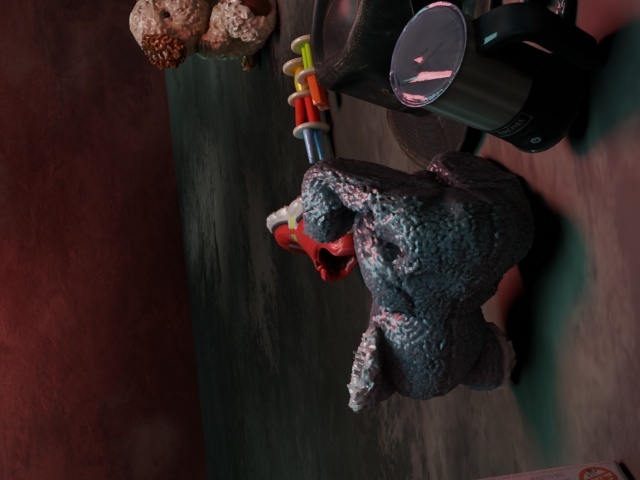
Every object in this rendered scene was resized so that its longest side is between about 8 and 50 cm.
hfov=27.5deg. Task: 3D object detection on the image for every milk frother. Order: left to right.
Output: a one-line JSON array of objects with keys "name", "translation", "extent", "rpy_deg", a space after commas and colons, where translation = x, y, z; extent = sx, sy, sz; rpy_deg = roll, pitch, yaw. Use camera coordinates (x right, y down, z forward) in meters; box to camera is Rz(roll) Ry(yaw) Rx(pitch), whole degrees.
[{"name": "milk frother", "translation": [0.136, -0.161, 1.030], "extent": [0.129, 0.135, 0.143], "rpy_deg": [-46, 45, 30]}]

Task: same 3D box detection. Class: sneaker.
[{"name": "sneaker", "translation": [0.000, 0.000, 1.742], "extent": [0.279, 0.107, 0.118], "rpy_deg": [142, 113, -77]}]

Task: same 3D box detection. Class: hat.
[{"name": "hat", "translation": [0.063, -0.214, 1.329], "extent": [0.331, 0.134, 0.331], "rpy_deg": [174, 90, -76]}]

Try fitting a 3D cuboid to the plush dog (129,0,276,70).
[{"name": "plush dog", "translation": [-0.207, -0.371, 2.189], "extent": [0.210, 0.225, 0.262], "rpy_deg": [100, 160, -46]}]

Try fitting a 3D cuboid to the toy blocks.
[{"name": "toy blocks", "translation": [-0.010, -0.192, 1.804], "extent": [0.123, 0.054, 0.148], "rpy_deg": [120, 143, -68]}]

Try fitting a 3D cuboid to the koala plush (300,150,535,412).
[{"name": "koala plush", "translation": [0.096, 0.049, 1.183], "extent": [0.203, 0.196, 0.221], "rpy_deg": [-145, 54, -60]}]

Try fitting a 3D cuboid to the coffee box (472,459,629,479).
[{"name": "coffee box", "translation": [0.104, 0.410, 0.940], "extent": [0.334, 0.338, 0.337], "rpy_deg": [-117, 25, -55]}]
